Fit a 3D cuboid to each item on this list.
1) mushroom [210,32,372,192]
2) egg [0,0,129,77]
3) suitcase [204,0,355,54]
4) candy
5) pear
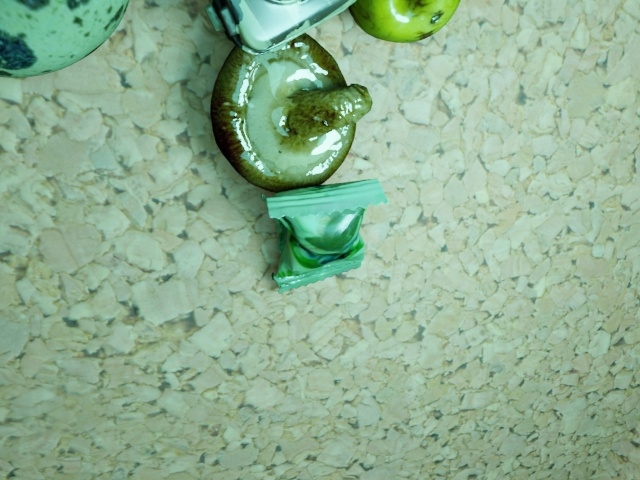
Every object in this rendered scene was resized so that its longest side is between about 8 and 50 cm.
[{"bbox_3d":[-0.078,-0.273,0.937,0.345,0.239,0.345,0,92,1],"label":"mushroom"},{"bbox_3d":[-0.499,-0.444,0.711,0.288,0.287,0.379,40,96,-24],"label":"egg"},{"bbox_3d":[-0.075,-0.533,0.702,0.339,0.194,0.351,-33,125,-9],"label":"suitcase"},{"bbox_3d":[0.002,0.005,1.026,0.263,0.172,0.397,-8,143,-7],"label":"candy"},{"bbox_3d":[0.172,-0.546,0.847,0.284,0.283,0.283,-5,111,-12],"label":"pear"}]
